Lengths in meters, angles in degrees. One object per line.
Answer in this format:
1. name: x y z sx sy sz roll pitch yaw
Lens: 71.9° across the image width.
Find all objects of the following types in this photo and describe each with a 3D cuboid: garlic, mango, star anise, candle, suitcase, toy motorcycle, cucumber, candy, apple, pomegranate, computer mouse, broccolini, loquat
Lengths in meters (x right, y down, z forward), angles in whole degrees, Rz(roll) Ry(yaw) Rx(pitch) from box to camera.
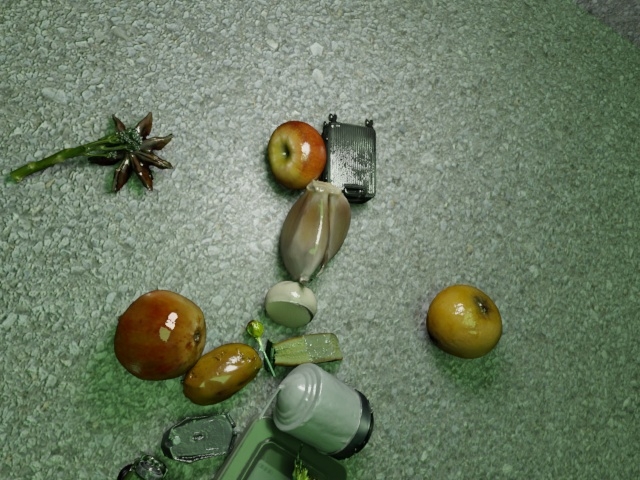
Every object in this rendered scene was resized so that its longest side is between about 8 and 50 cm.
1. garlic: 0.000 0.000 1.468 0.231 0.245 0.340 15 69 -31
2. mango: -0.296 0.410 1.346 0.248 0.151 0.156 -21 118 -26
3. star anise: -0.595 -0.280 1.395 0.288 0.088 0.288 1 81 -5
4. candle: -0.009 0.503 1.334 0.342 0.221 0.221 42 69 -28
5. suitcase: 0.099 -0.288 1.601 0.202 0.128 0.312 4 79 -18
6. toy motorcycle: -0.463 0.745 1.235 0.275 0.127 0.205 33 71 -3
7. cucumber: -0.157 0.376 1.438 0.048 0.048 0.105 12 80 -16
8. candy: -0.184 0.344 1.408 0.058 0.062 0.194 -33 70 20
9. apple: -0.074 -0.289 1.511 0.173 0.210 0.235 0 91 -49
10. pomegranate: -0.468 0.266 1.267 0.270 0.229 0.252 7 85 16
11. computer mouse: -0.358 0.590 1.322 0.231 0.071 0.126 -2 66 -29
12. broccolini: -0.721 -0.244 1.321 0.391 0.079 0.074 -21 93 1
13. loquat: 0.510 0.287 1.566 0.262 0.263 0.263 3 79 -18

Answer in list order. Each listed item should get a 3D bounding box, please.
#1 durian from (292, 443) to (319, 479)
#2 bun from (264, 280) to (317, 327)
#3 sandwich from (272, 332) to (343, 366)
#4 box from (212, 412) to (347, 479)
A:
1. durian: -0.025 0.777 1.283 0.132 0.106 0.375 -19 88 -19
2. bun: -0.091 0.193 1.435 0.172 0.173 0.120 25 49 -12
3. sandwich: -0.023 0.357 1.442 0.257 0.096 0.094 1 68 -32
4. box: -0.143 0.777 1.346 0.367 0.090 0.373 36 70 -9
